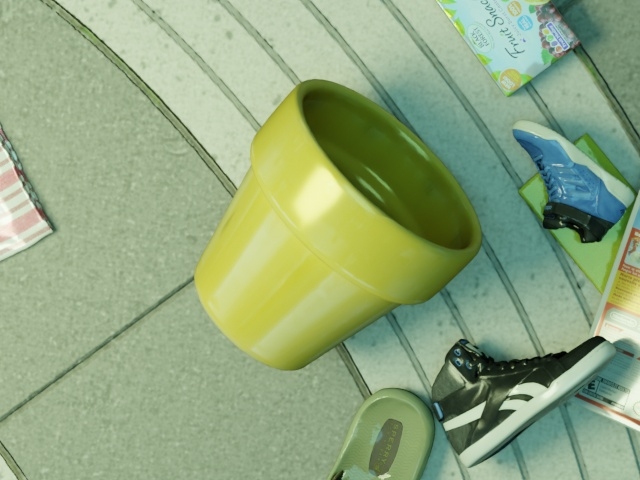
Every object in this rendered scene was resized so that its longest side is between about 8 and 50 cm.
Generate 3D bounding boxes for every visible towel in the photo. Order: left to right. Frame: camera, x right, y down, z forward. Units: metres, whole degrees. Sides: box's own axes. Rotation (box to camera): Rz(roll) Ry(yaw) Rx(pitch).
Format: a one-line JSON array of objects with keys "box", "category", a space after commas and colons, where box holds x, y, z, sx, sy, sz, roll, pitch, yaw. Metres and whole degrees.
[{"box": [-0.409, -0.063, 1.816, 0.144, 0.029, 0.197, -27, 92, 9], "category": "towel"}, {"box": [0.328, 0.005, 1.749, 0.102, 0.021, 0.237, -40, 89, 3], "category": "towel"}]

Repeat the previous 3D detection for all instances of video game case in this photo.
[{"box": [0.392, 0.072, 1.671, 0.204, 0.025, 0.285, 23, 99, 35], "category": "video game case"}]

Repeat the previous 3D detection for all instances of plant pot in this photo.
[{"box": [0.000, 0.000, 1.684, 0.254, 0.254, 0.239, 44, 114, 1], "category": "plant pot"}]

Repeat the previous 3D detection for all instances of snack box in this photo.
[{"box": [0.200, -0.240, 1.728, 0.100, 0.037, 0.141, -37, 91, 10], "category": "snack box"}]

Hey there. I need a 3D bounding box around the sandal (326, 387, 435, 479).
[{"box": [0.044, 0.311, 1.774, 0.120, 0.086, 0.303, 14, 97, 5], "category": "sandal"}]

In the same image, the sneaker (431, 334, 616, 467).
[{"box": [0.203, 0.140, 1.723, 0.217, 0.079, 0.121, -41, 73, 23], "category": "sneaker"}]

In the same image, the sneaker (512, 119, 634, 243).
[{"box": [0.253, -0.058, 1.711, 0.152, 0.058, 0.085, 37, 85, -5], "category": "sneaker"}]
